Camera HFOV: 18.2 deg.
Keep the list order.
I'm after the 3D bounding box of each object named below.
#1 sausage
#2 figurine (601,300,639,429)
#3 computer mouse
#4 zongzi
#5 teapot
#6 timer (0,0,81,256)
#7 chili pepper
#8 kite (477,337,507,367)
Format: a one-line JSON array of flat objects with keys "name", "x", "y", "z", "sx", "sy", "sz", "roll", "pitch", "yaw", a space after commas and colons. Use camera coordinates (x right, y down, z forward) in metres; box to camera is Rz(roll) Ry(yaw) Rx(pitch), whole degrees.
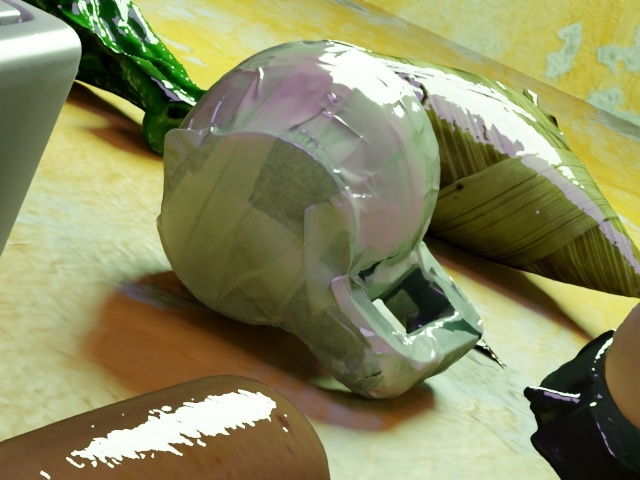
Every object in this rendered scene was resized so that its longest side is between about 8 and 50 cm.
[{"name": "sausage", "x": -0.074, "y": 0.105, "z": 0.752, "sx": 0.086, "sy": 0.086, "sz": 0.289, "roll": 29, "pitch": 15, "yaw": 18}, {"name": "figurine", "x": 0.246, "y": 0.113, "z": 0.929, "sx": 0.284, "sy": 0.206, "sz": 0.316, "roll": 51, "pitch": 3, "yaw": -35}, {"name": "computer mouse", "x": 0.231, "y": 0.141, "z": 1.149, "sx": 0.264, "sy": 0.088, "sz": 0.147, "roll": 22, "pitch": 32, "yaw": -6}, {"name": "zongzi", "x": 0.108, "y": -0.045, "z": 1.606, "sx": 0.286, "sy": 0.134, "sz": 0.288, "roll": 10, "pitch": 26, "yaw": -28}, {"name": "teapot", "x": -0.014, "y": 0.001, "z": 1.211, "sx": 0.163, "sy": 0.222, "sz": 0.178, "roll": -12, "pitch": 13, "yaw": 19}, {"name": "timer", "x": -0.229, "y": -0.023, "z": 0.735, "sx": 0.194, "sy": 0.195, "sz": 0.192, "roll": 27, "pitch": 13, "yaw": 6}, {"name": "chili pepper", "x": -0.162, "y": -0.142, "z": 1.588, "sx": 0.253, "sy": 0.083, "sz": 0.099, "roll": 39, "pitch": 20, "yaw": 34}, {"name": "kite", "x": 0.050, "y": 0.028, "z": 1.437, "sx": 0.232, "sy": 0.009, "sz": 0.189, "roll": 29, "pitch": 14, "yaw": 21}]
